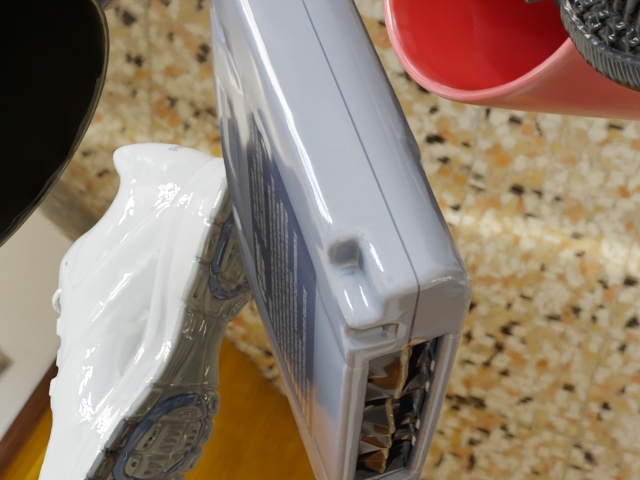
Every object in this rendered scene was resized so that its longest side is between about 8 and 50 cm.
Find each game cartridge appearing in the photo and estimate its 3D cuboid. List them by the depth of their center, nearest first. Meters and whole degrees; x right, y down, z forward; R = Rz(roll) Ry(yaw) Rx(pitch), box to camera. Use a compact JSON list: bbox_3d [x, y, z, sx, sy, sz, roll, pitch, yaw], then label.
[{"bbox_3d":[0.000,0.000,0.595,0.060,0.196,0.294,-20,155,-11],"label":"game cartridge"}]

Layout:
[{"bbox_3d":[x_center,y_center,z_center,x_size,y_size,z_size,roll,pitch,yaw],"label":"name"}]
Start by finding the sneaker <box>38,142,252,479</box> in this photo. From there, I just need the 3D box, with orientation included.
[{"bbox_3d":[-0.132,0.069,0.894,0.129,0.297,0.111,21,176,29],"label":"sneaker"}]

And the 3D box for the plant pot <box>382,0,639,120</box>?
[{"bbox_3d":[0.228,-0.214,1.046,0.243,0.274,0.275,12,147,-36],"label":"plant pot"}]

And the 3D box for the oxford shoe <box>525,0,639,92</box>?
[{"bbox_3d":[0.176,-0.158,0.730,0.096,0.227,0.082,-15,128,-6],"label":"oxford shoe"}]

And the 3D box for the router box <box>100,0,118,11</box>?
[{"bbox_3d":[-0.136,-0.258,0.831,0.133,0.046,0.179,41,106,-7],"label":"router box"}]

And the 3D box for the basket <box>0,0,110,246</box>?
[{"bbox_3d":[-0.226,-0.109,0.560,0.227,0.154,0.204,48,127,17],"label":"basket"}]
